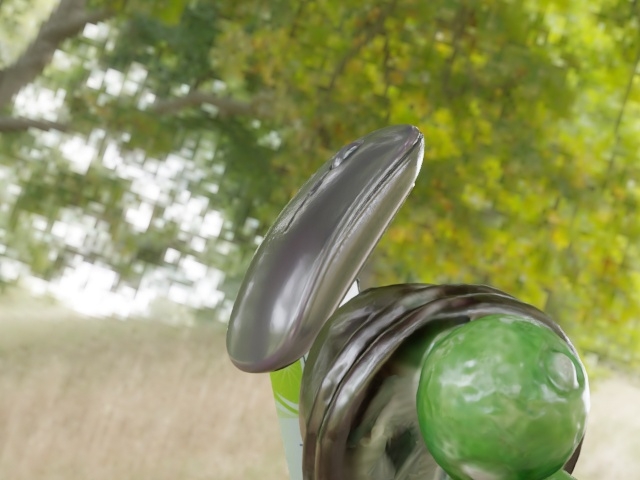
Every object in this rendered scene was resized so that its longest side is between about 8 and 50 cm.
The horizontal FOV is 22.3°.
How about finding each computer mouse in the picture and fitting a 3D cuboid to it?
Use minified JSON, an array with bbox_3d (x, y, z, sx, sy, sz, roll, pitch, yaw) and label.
[{"bbox_3d":[-0.001,0.000,1.246,0.057,0.232,0.120,39,-18,-22],"label":"computer mouse"}]

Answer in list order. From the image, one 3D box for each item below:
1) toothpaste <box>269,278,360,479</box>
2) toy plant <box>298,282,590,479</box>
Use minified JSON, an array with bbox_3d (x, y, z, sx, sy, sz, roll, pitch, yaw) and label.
[{"bbox_3d":[0.011,0.169,1.517,0.081,0.336,0.067,-2,20,23],"label":"toothpaste"},{"bbox_3d":[0.086,0.127,0.909,0.175,0.218,0.235,-21,26,-18],"label":"toy plant"}]
